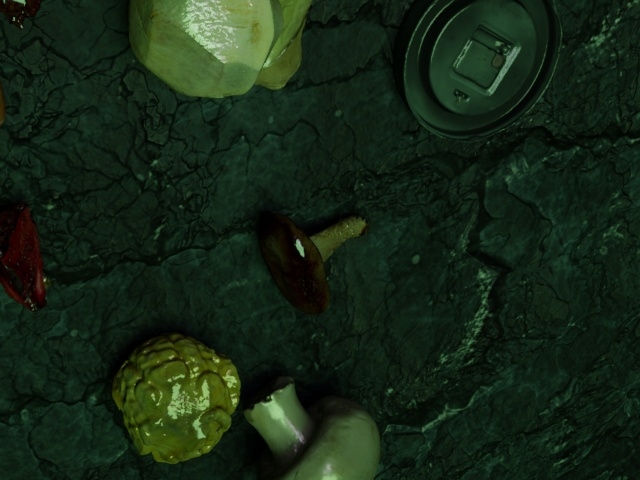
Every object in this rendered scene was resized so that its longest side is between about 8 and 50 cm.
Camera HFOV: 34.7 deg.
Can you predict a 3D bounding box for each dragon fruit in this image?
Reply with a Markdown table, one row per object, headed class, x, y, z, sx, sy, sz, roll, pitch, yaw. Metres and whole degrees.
| class | x | y | z | sx | sy | sz | roll | pitch | yaw |
| --- | --- | --- | --- | --- | --- | --- | --- | --- | --- |
| dragon fruit | -0.485 | 0.034 | 1.682 | 0.092 | 0.122 | 0.192 | -32 | 126 | -25 |

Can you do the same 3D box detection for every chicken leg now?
| class | x | y | z | sx | sy | sz | roll | pitch | yaw |
| --- | --- | --- | --- | --- | --- | --- | --- | --- | --- |
| chicken leg | -0.452 | -0.409 | 1.471 | 0.089 | 0.048 | 0.219 | -15 | 124 | -21 |

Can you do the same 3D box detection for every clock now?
| class | x | y | z | sx | sy | sz | roll | pitch | yaw |
| --- | --- | --- | --- | --- | --- | --- | --- | --- | --- |
| clock | 0.284 | -0.339 | 1.858 | 0.325 | 0.067 | 0.325 | -12 | 123 | -19 |

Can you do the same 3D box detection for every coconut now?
| class | x | y | z | sx | sy | sz | roll | pitch | yaw |
| --- | --- | --- | --- | --- | --- | --- | --- | --- | --- |
| coconut | -0.170 | -0.331 | 1.557 | 0.236 | 0.197 | 0.237 | -3 | 96 | -29 |

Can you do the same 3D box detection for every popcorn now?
| class | x | y | z | sx | sy | sz | roll | pitch | yaw |
| --- | --- | --- | --- | --- | --- | --- | --- | --- | --- |
| popcorn | -0.263 | 0.288 | 1.900 | 0.250 | 0.190 | 0.250 | -5 | 122 | -9 |

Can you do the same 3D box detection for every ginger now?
| class | x | y | z | sx | sy | sz | roll | pitch | yaw |
| --- | --- | --- | --- | --- | --- | --- | --- | --- | --- |
| ginger | -0.064 | -0.340 | 1.683 | 0.193 | 0.115 | 0.122 | -54 | 148 | 2 |

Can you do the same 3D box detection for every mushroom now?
| class | x | y | z | sx | sy | sz | roll | pitch | yaw |
| --- | --- | --- | --- | --- | --- | --- | --- | --- | --- |
| mushroom | -0.041 | 0.419 | 2.043 | 0.297 | 0.297 | 0.290 | -45 | 100 | 4 |
| mushroom | 0.000 | 0.000 | 1.906 | 0.217 | 0.148 | 0.227 | -40 | 140 | -22 |

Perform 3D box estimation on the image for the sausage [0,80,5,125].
| class | x | y | z | sx | sy | sz | roll | pitch | yaw |
| --- | --- | --- | --- | --- | --- | --- | --- | --- | --- |
| sausage | -0.518 | -0.248 | 1.519 | 0.076 | 0.076 | 0.198 | -16 | 124 | -17 |
